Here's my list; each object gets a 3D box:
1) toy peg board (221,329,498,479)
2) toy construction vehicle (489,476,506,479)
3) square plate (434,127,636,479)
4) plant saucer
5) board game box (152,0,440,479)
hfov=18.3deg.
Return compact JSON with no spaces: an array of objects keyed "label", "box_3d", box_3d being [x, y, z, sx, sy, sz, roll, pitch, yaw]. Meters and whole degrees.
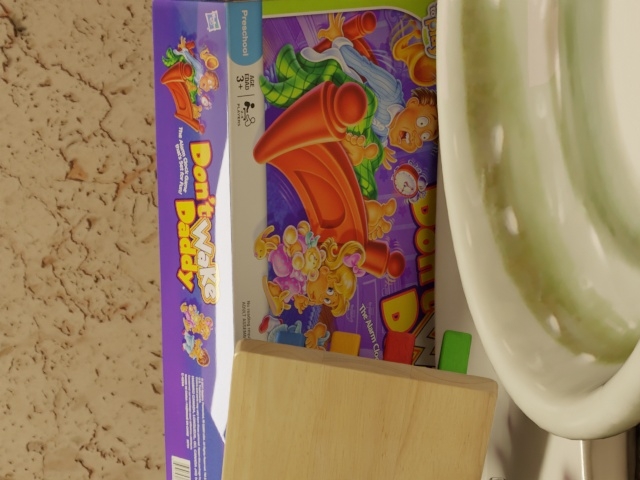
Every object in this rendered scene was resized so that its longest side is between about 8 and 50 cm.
[{"label":"toy peg board","box_3d":[0.024,0.122,1.263,0.079,0.161,0.161,-76,-5,-55]},{"label":"toy construction vehicle","box_3d":[0.096,0.187,1.159,0.098,0.035,0.086,-133,43,-75]},{"label":"square plate","box_3d":[0.129,0.040,1.216,0.344,0.049,0.347,167,104,-81]},{"label":"plant saucer","box_3d":[0.151,-0.110,0.904,0.400,0.101,0.400,-179,90,-78]},{"label":"board game box","box_3d":[0.000,0.000,1.379,0.078,0.233,0.347,9,104,45]}]
